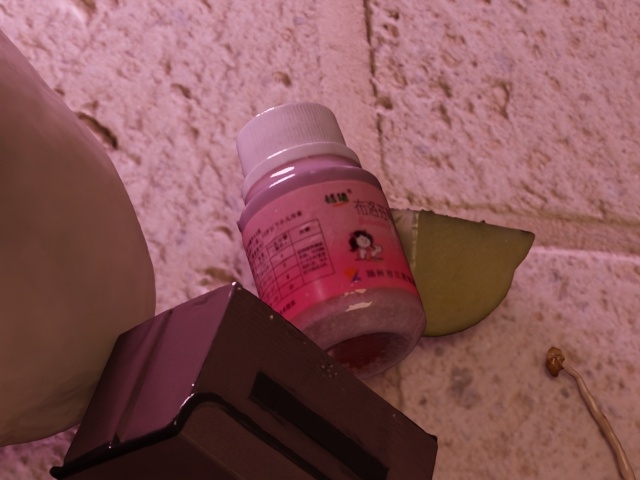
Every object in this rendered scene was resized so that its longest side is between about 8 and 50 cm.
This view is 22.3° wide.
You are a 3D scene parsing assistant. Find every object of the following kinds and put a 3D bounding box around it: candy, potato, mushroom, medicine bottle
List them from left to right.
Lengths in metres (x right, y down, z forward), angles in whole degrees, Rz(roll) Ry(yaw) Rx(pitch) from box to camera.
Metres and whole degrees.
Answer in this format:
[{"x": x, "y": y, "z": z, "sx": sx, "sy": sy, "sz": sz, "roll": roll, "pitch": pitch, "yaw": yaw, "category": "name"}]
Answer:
[{"x": -0.312, "y": -0.022, "z": 1.334, "sx": 0.427, "sy": 0.186, "sz": 0.386, "roll": 43, "pitch": 48, "yaw": -19, "category": "candy"}, {"x": 0.000, "y": 0.000, "z": 1.493, "sx": 0.147, "sy": 0.147, "sz": 0.247, "roll": -6, "pitch": 62, "yaw": -21, "category": "medicine bottle"}, {"x": 0.120, "y": 0.037, "z": 1.568, "sx": 0.149, "sy": 0.081, "sz": 0.120, "roll": 10, "pitch": 86, "yaw": -31, "category": "potato"}, {"x": 0.287, "y": 0.221, "z": 1.520, "sx": 0.028, "sy": 0.026, "sz": 0.286, "roll": -24, "pitch": 69, "yaw": -12, "category": "mushroom"}]

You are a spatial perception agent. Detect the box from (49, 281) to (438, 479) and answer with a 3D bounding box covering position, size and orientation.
[{"x": -0.052, "y": 0.175, "z": 1.288, "sx": 0.252, "sy": 0.188, "sz": 0.153, "roll": 38, "pitch": 51, "yaw": -23, "category": "box"}]
